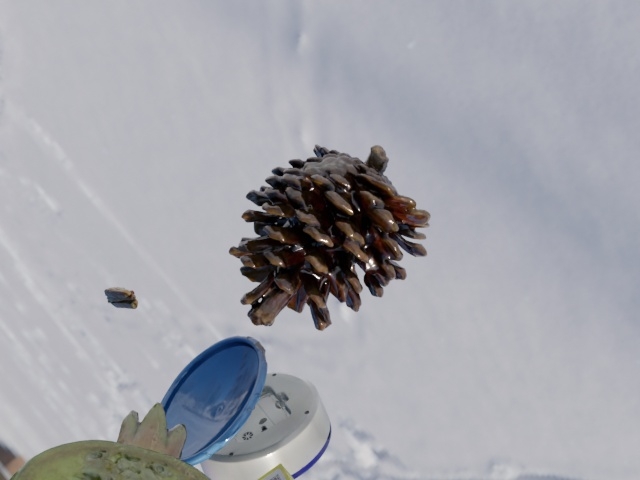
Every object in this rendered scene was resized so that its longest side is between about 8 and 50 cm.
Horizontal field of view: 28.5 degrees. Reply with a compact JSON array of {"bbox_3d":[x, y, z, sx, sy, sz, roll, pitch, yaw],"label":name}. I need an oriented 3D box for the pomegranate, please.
[{"bbox_3d":[-0.253,0.383,1.599,0.309,0.359,0.216,10,123,4],"label":"pomegranate"}]

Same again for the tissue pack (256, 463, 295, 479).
[{"bbox_3d":[-0.096,0.400,1.733,0.062,0.176,0.095,56,177,-40],"label":"tissue pack"}]

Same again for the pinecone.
[{"bbox_3d":[-0.002,-0.001,1.309,0.169,0.212,0.185,60,168,-12],"label":"pinecone"}]

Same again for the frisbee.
[{"bbox_3d":[-0.168,0.257,1.984,0.045,0.242,0.242,43,168,-28],"label":"frisbee"}]

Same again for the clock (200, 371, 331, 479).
[{"bbox_3d":[-0.100,0.318,2.115,0.230,0.230,0.083,28,142,51],"label":"clock"}]

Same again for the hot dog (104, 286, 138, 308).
[{"bbox_3d":[-0.281,0.081,1.795,0.083,0.021,0.037,4,133,56],"label":"hot dog"}]
